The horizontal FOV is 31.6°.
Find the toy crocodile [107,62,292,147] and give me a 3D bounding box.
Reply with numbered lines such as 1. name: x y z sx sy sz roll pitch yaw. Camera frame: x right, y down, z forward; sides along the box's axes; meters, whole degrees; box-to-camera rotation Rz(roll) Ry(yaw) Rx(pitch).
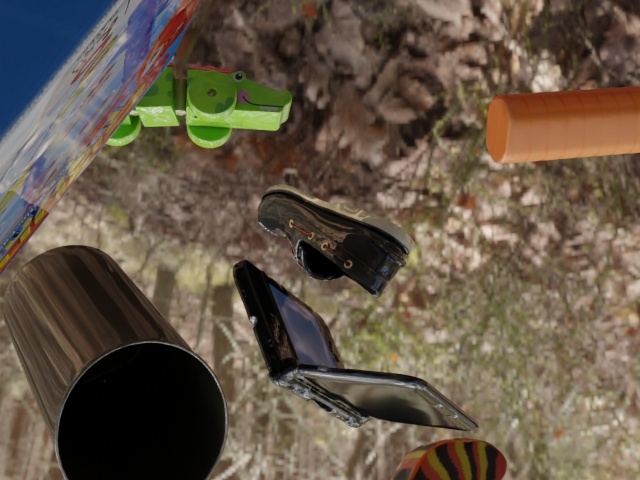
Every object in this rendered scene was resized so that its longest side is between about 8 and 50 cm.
1. toy crocodile: -0.208 -0.194 1.519 0.340 0.105 0.115 2 162 -2

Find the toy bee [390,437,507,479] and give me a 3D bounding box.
1. toy bee: 0.068 0.311 1.139 0.162 0.298 0.195 33 138 -10

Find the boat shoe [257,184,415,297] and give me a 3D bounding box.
1. boat shoe: -0.001 -0.001 0.660 0.049 0.042 0.133 39 169 -37

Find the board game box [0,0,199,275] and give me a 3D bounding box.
1. board game box: -0.161 -0.023 0.431 0.086 0.308 0.302 38 167 -7

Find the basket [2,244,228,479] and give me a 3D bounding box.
1. basket: -0.204 0.114 1.061 0.154 0.227 0.204 -27 130 -16

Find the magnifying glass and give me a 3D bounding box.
1. magnifying glass: 0.182 -0.056 0.500 0.231 0.026 0.092 -5 116 -16

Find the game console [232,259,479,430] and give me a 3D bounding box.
1. game console: 0.020 0.058 0.606 0.071 0.107 0.122 -29 152 10
